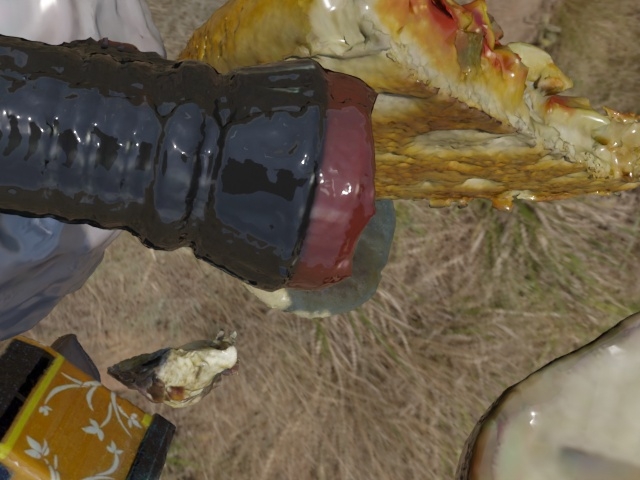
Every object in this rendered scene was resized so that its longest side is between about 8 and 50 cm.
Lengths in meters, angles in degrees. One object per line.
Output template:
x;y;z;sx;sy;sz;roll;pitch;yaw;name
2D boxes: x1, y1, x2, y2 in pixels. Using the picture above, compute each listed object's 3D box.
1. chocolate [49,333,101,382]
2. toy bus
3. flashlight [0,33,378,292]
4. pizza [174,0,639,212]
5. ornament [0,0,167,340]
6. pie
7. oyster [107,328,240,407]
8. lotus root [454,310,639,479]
-0.285;0.150;1.101;0.064;0.031;0.101;-59;147;-33;chocolate
-0.292;0.256;0.855;0.194;0.162;0.323;38;113;-12;toy bus
-0.098;-0.040;0.345;0.232;0.093;0.093;11;101;-12;flashlight
0.084;-0.104;0.799;0.406;0.440;0.130;7;80;-19;pizza
-0.260;-0.081;0.585;0.337;0.337;0.337;-5;106;-18;ornament
-0.001;0.001;1.185;0.218;0.052;0.185;-33;99;-25;pie
-0.222;0.216;1.577;0.275;0.271;0.100;-17;81;13;oyster
0.177;0.094;0.341;0.260;0.074;0.170;4;68;11;lotus root
